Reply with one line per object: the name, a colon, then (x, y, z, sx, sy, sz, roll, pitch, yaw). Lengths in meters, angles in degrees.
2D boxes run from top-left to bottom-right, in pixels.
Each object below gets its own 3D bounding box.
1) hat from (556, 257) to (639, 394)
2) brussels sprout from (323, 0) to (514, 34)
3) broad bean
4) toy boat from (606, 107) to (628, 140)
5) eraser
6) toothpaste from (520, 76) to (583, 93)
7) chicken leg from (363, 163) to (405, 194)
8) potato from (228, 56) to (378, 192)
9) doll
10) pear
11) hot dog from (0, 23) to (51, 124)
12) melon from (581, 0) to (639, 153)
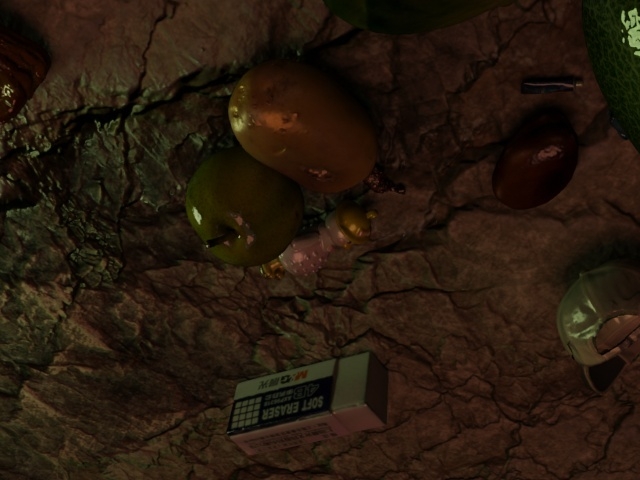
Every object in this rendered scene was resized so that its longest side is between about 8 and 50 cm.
hat: (0.484, 0.121, 1.575, 0.232, 0.161, 0.275, -33, 145, 32)
brussels sprout: (0.119, -0.342, 1.147, 0.271, 0.210, 0.219, 0, 141, -12)
broad bean: (0.301, -0.104, 1.422, 0.114, 0.084, 0.165, 5, 141, 1)
toy boat: (0.495, -0.152, 1.333, 0.237, 0.098, 0.109, 7, 132, 4)
eraser: (-0.023, 0.295, 1.833, 0.287, 0.130, 0.086, -18, 131, 23)
toothpaste: (0.311, -0.208, 1.365, 0.083, 0.019, 0.027, -3, 157, 13)
chicken leg: (0.089, -0.088, 1.516, 0.083, 0.021, 0.036, 37, 119, -25)
potato: (-0.017, -0.156, 1.388, 0.234, 0.146, 0.150, 31, 174, -38)
doll: (0.000, 0.000, 1.570, 0.207, 0.081, 0.129, -28, 164, 22)
pear: (-0.113, -0.036, 1.465, 0.166, 0.216, 0.180, -11, 120, 17)
hot dog: (-0.510, -0.260, 1.385, 0.259, 0.114, 0.175, 32, 130, -21)
melon: (0.431, -0.232, 1.149, 0.343, 0.331, 0.226, 43, 83, -9)
